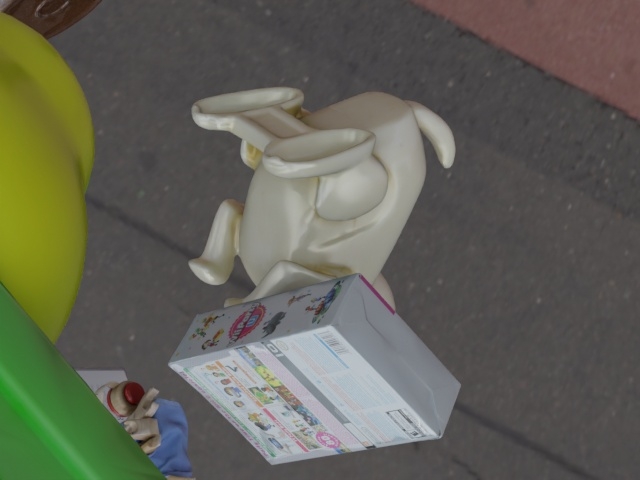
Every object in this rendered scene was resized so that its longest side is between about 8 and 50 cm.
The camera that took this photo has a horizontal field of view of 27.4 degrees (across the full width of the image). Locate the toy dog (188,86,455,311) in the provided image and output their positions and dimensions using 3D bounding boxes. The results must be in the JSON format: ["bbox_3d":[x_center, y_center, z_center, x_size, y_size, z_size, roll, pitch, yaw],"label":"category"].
[{"bbox_3d":[0.000,0.000,1.875,0.284,0.395,0.408,28,126,42],"label":"toy dog"}]

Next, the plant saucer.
[{"bbox_3d":[-0.263,-0.238,1.257,0.198,0.198,0.036,-38,82,36],"label":"plant saucer"}]

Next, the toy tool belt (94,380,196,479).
[{"bbox_3d":[-0.089,0.108,0.710,0.052,0.083,0.051,17,140,-44],"label":"toy tool belt"}]

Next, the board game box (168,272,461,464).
[{"bbox_3d":[-0.011,0.170,1.671,0.303,0.097,0.224,-17,125,41],"label":"board game box"}]

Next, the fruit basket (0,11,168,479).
[{"bbox_3d":[-0.214,0.034,0.446,0.283,0.392,0.392,-37,102,6],"label":"fruit basket"}]

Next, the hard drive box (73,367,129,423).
[{"bbox_3d":[-0.267,0.205,1.144,0.232,0.181,0.089,4,135,-31],"label":"hard drive box"}]
